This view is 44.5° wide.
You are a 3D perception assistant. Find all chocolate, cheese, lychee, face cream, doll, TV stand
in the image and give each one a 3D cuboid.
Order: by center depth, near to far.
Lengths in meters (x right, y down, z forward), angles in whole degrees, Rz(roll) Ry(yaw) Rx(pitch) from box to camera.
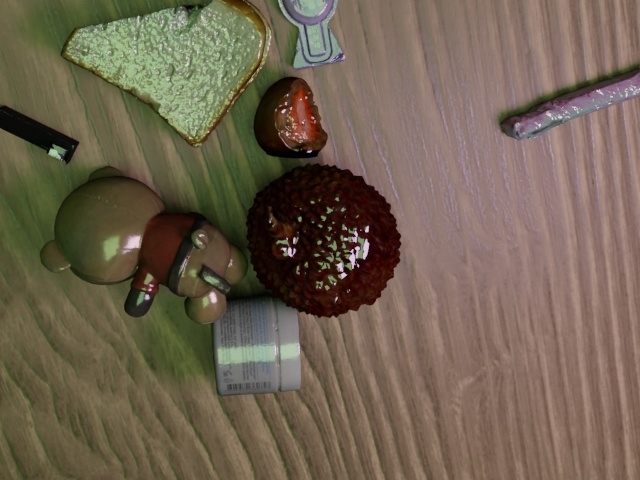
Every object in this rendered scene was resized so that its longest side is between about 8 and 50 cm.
[{"bbox_3d":[-0.288,0.009,1.312,0.330,0.174,0.235,21,60,4],"label":"doll"},{"bbox_3d":[-0.538,-0.203,1.314,0.257,0.049,0.040,26,101,-14],"label":"TV stand"},{"bbox_3d":[0.000,0.000,1.325,0.300,0.264,0.264,16,106,-51],"label":"lychee"},{"bbox_3d":[-0.016,-0.394,1.335,0.105,0.042,0.190,-13,108,-2],"label":"cheese"},{"bbox_3d":[-0.050,-0.211,1.341,0.127,0.124,0.133,5,85,8],"label":"chocolate"},{"bbox_3d":[-0.118,0.188,1.408,0.153,0.177,0.177,-3,105,-5],"label":"face cream"}]

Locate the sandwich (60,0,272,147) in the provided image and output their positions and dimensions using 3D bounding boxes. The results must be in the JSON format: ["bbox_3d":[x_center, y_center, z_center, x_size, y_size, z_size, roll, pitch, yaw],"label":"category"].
[{"bbox_3d":[-0.245,-0.326,1.293,0.288,0.099,0.254,32,105,-14],"label":"sandwich"}]

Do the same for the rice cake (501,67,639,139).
[{"bbox_3d":[0.476,-0.248,1.421,0.290,0.081,0.051,-20,119,-2],"label":"rice cake"}]
